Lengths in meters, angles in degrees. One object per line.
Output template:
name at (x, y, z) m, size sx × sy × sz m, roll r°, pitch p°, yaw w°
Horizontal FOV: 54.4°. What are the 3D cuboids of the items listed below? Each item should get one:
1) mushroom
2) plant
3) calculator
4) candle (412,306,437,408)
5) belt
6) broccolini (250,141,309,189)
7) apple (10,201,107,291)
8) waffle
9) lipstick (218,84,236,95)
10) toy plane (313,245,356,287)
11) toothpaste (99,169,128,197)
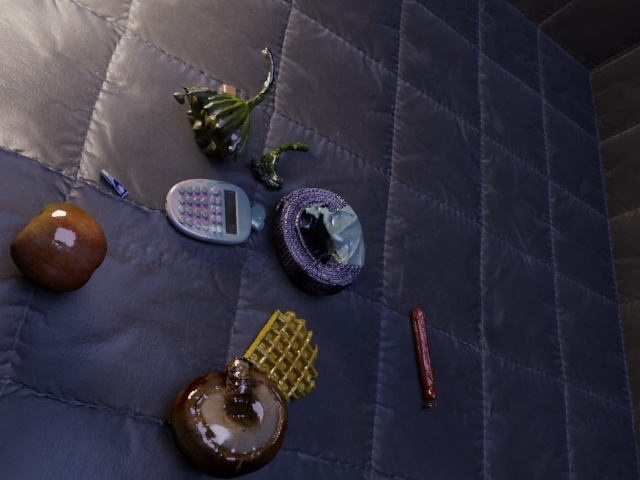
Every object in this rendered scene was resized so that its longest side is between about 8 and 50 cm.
mushroom at (-0.216, 0.422, 1.494) m, size 0.297 × 0.163 × 0.278 m, roll 9°, pitch 75°, yaw -36°
plant at (-0.215, -0.383, 1.754) m, size 0.333 × 0.180 × 0.251 m, roll -33°, pitch 102°, yaw -12°
calculator at (-0.286, -0.078, 1.728) m, size 0.299 × 0.041 × 0.185 m, roll 7°, pitch 67°, yaw -35°
candle at (0.342, 0.381, 2.040) m, size 0.051 × 0.048 × 0.329 m, roll 57°, pitch 26°, yaw -68°
belt at (0.000, 0.000, 1.844) m, size 0.260 × 0.122 × 0.325 m, roll -13°, pitch 72°, yaw -27°
broccolini at (-0.104, -0.238, 1.943) m, size 0.271 × 0.062 × 0.123 m, roll -35°, pitch 105°, yaw -45°
apple at (-0.566, 0.017, 1.360) m, size 0.174 × 0.188 × 0.188 m, roll 42°, pitch 50°, yaw -22°
waffle at (-0.081, 0.322, 1.712) m, size 0.219 × 0.057 × 0.229 m, roll 48°, pitch 48°, yaw -13°
lipstick at (-0.274, -0.391, 1.868) m, size 0.045 × 0.045 × 0.145 m, roll 5°, pitch 69°, yaw -36°
toy plane at (0.049, 0.084, 1.923) m, size 0.167 × 0.062 × 0.054 m, roll 48°, pitch 60°, yaw -3°
toothpaste at (-0.525, -0.146, 1.581) m, size 0.083 × 0.015 × 0.024 m, roll 49°, pitch 57°, yaw -18°
